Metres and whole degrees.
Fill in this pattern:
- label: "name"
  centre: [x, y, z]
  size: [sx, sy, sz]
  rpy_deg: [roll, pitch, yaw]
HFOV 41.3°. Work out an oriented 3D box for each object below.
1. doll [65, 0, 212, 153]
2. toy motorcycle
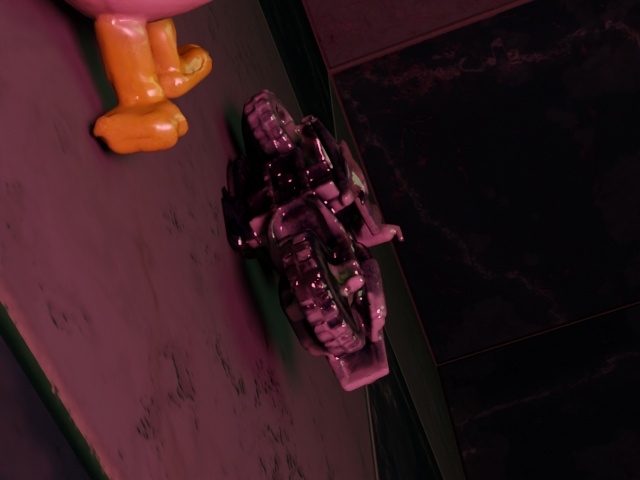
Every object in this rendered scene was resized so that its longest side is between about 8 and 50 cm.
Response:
- label: "doll"
  centre: [-0.117, -0.221, 0.340]
  size: [0.160, 0.094, 0.365]
  rpy_deg: [-90, 160, -61]
- label: "toy motorcycle"
  centre: [0.000, 0.000, 0.619]
  size: [0.159, 0.106, 0.270]
  rpy_deg: [58, 10, -38]
